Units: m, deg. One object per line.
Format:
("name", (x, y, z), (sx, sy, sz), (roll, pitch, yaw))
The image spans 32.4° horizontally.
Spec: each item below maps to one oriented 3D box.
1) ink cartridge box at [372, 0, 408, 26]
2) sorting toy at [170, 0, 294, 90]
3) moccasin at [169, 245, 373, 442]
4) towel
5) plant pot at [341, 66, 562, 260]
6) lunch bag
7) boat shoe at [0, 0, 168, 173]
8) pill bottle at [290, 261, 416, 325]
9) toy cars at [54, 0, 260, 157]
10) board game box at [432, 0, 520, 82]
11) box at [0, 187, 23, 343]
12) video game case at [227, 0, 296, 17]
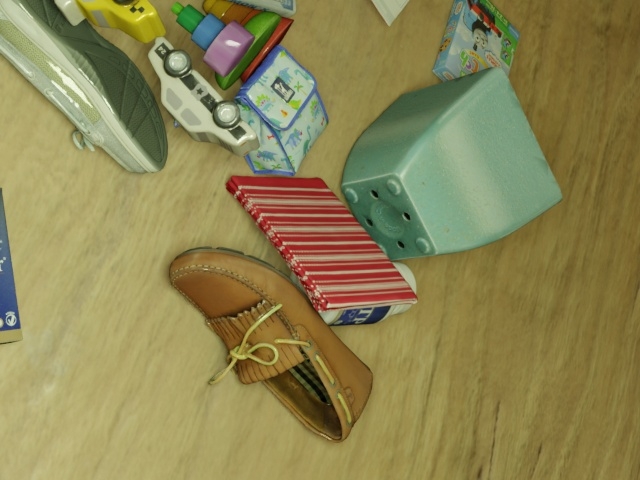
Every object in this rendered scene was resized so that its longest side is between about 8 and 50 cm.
("ink cartridge box", (0.080, -0.527, 1.886), (0.275, 0.060, 0.239), (53, 51, -22))
("sorting toy", (-0.134, -0.293, 1.516), (0.126, 0.127, 0.365), (39, 12, -2))
("moccasin", (-0.073, 0.150, 1.539), (0.380, 0.139, 0.147), (52, 41, -34))
("towel", (0.000, 0.000, 1.597), (0.199, 0.031, 0.275), (-2, 44, -45))
("plant pot", (0.183, -0.093, 1.767), (0.252, 0.248, 0.247), (-39, 107, -33))
("lunch bag", (-0.063, -0.191, 1.622), (0.129, 0.096, 0.151), (-59, 138, -37))
("boat shoe", (-0.316, -0.206, 1.417), (0.320, 0.103, 0.118), (49, 32, -31))
("pill bottle", (0.054, 0.073, 1.682), (0.187, 0.112, 0.112), (1, 80, -43))
("toy cars", (-0.224, -0.237, 1.391), (0.087, 0.176, 0.393), (-43, 125, -4))
("board game box", (0.294, -0.353, 2.063), (0.160, 0.039, 0.211), (38, 57, -32))
("box", (-0.430, 0.015, 1.287), (0.136, 0.036, 0.225), (-5, 83, -44))
("video game case", (-0.164, -0.524, 1.667), (0.300, 0.036, 0.329), (6, 77, -43))
